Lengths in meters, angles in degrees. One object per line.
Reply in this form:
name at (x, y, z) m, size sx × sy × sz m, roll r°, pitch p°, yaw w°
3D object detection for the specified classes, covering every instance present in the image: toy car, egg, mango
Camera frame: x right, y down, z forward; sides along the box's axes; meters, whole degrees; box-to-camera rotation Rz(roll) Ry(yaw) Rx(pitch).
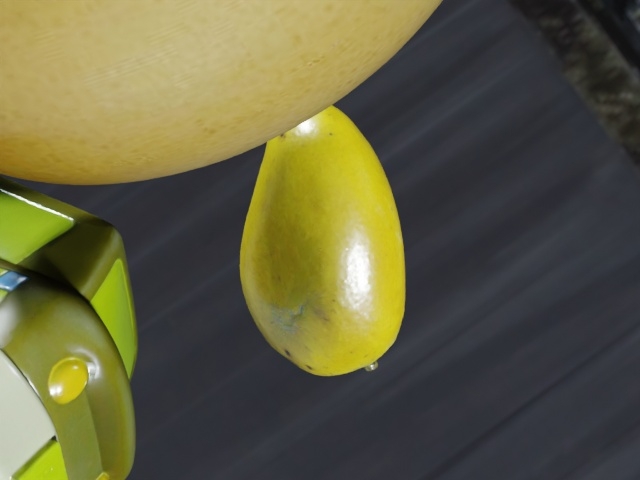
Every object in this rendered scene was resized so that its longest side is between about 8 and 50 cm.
toy car at (-0.196, 0.051, 0.795) m, size 0.248 × 0.198 × 0.204 m, roll 20°, pitch -44°, yaw 26°
egg at (-0.076, -0.154, 0.646) m, size 0.250 × 0.322 × 0.250 m, roll -12°, pitch 90°, yaw -72°
mango at (0.000, 0.000, 0.851) m, size 0.103 × 0.076 × 0.161 m, roll 10°, pitch -70°, yaw 40°
